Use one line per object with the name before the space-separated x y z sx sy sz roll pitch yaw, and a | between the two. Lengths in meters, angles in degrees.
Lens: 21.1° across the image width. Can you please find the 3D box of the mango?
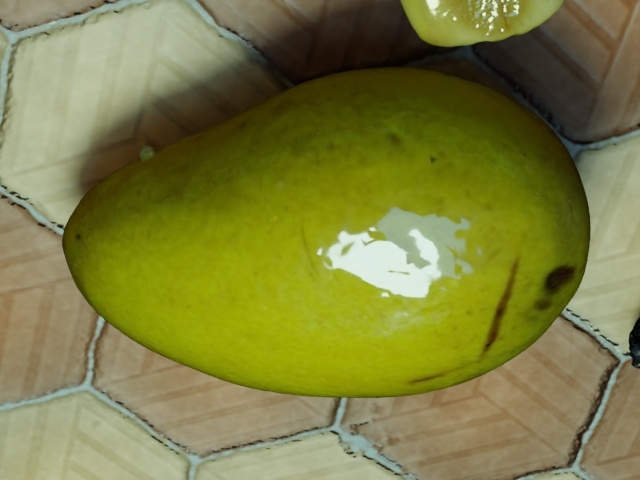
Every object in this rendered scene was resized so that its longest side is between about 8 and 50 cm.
mango | 0.000 0.000 1.442 0.445 0.220 0.301 -4 129 5

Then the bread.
bread | 0.113 -0.241 1.346 0.134 0.085 0.173 -17 124 7

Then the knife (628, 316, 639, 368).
knife | 0.442 0.020 1.578 0.365 0.043 0.089 -27 156 14
